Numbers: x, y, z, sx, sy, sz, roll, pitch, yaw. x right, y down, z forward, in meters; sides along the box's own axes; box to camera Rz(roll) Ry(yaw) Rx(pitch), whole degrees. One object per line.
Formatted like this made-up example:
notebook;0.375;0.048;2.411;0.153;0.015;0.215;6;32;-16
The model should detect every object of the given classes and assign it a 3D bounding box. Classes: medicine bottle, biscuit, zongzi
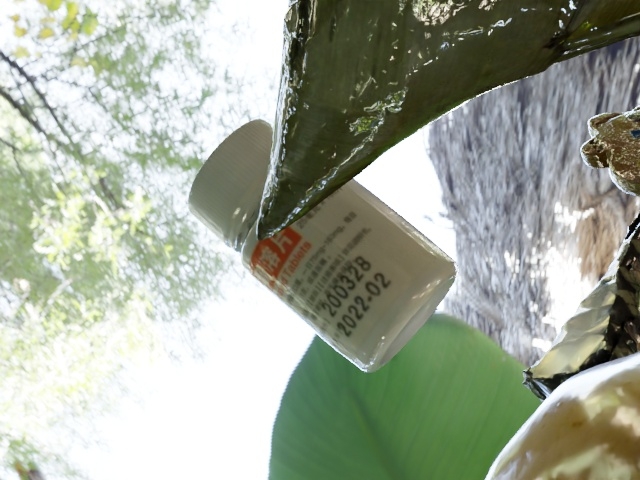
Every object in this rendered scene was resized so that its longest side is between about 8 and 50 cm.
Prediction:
medicine bottle;0.000;0.000;0.871;0.252;0.144;0.144;43;-109;14
biscuit;0.449;-0.128;1.198;0.179;0.039;0.236;-14;-148;5
zongzi;0.119;-0.127;0.568;0.322;0.361;0.160;15;-155;7

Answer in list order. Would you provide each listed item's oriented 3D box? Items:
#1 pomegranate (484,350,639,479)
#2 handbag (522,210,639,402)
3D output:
pomegranate;0.279;0.261;0.618;0.411;0.412;0.412;-4;-123;6
handbag;0.414;0.077;0.965;0.317;0.180;0.416;45;-117;-16
